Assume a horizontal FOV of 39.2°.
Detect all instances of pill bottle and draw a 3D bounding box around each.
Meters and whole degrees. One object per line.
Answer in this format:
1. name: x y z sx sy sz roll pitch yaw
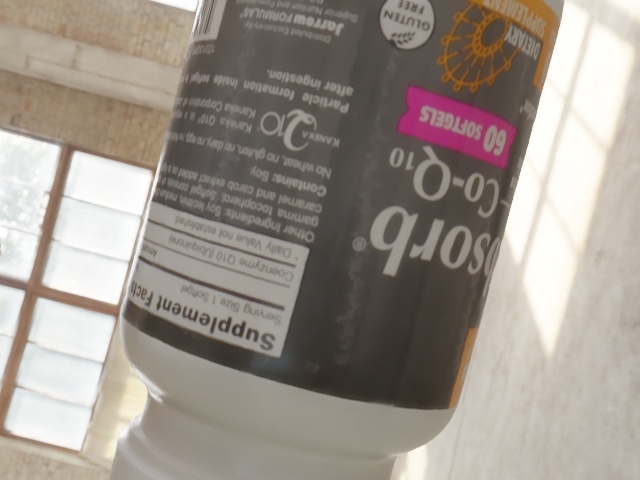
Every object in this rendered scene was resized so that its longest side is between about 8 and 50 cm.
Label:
1. pill bottle: 0.000 0.000 0.412 0.162 0.162 0.278 -126 51 -87

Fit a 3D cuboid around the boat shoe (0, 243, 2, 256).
1. boat shoe: -0.435 -0.055 0.815 0.121 0.335 0.119 31 96 47
